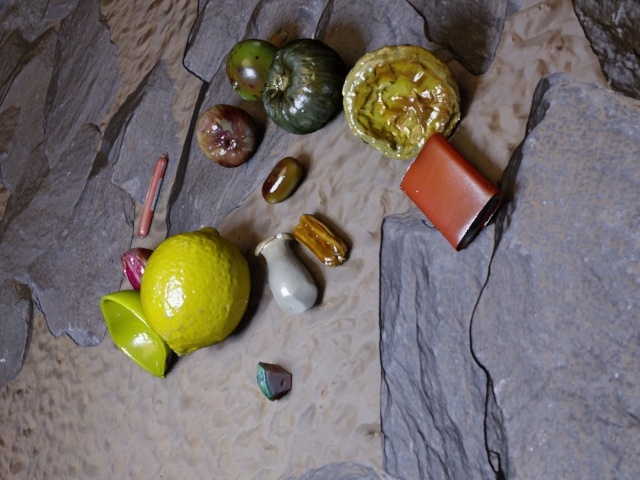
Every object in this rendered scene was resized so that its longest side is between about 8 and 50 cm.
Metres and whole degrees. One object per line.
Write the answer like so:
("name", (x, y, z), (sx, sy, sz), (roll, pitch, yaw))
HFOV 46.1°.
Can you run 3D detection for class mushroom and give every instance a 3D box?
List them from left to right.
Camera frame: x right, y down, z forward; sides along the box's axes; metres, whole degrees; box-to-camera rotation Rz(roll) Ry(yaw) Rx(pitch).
("mushroom", (-0.075, 0.071, 1.666), (0.097, 0.088, 0.212), (-50, 46, 35))

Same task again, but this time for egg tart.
("egg tart", (0.162, -0.280, 1.508), (0.241, 0.241, 0.106), (-44, 10, 25))

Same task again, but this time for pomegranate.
("pomegranate", (-0.143, -0.436, 1.857), (0.159, 0.159, 0.205), (23, 67, 44))

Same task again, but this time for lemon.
("lemon", (-0.291, 0.119, 1.746), (0.253, 0.253, 0.310), (14, 88, 45))

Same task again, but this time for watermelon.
("watermelon", (-0.107, 0.299, 1.642), (0.072, 0.092, 0.084), (-37, 53, -20))

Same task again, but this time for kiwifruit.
("kiwifruit", (-0.089, -0.140, 1.757), (0.124, 0.075, 0.075), (-56, 47, 19))

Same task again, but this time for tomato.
("tomato", (-0.437, 0.087, 1.973), (0.189, 0.099, 0.173), (-10, 109, 55))

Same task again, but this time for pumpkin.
("pumpkin", (-0.041, -0.352, 1.718), (0.223, 0.157, 0.224), (-12, 75, 51))

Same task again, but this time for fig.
("fig", (-0.258, -0.279, 1.910), (0.143, 0.160, 0.231), (-37, 39, -23))

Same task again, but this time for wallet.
("wallet", (0.247, -0.096, 1.443), (0.142, 0.045, 0.204), (-59, 47, 26))

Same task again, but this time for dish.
("dish", (-0.437, 0.218, 1.908), (0.221, 0.108, 0.262), (32, 143, 19))

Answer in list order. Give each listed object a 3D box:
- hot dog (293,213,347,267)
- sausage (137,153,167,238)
("hot dog", (0.000, 0.000, 1.649), (0.165, 0.045, 0.071), (41, 104, 42))
("sausage", (-0.479, -0.126, 2.145), (0.034, 0.034, 0.253), (12, 86, 44))
